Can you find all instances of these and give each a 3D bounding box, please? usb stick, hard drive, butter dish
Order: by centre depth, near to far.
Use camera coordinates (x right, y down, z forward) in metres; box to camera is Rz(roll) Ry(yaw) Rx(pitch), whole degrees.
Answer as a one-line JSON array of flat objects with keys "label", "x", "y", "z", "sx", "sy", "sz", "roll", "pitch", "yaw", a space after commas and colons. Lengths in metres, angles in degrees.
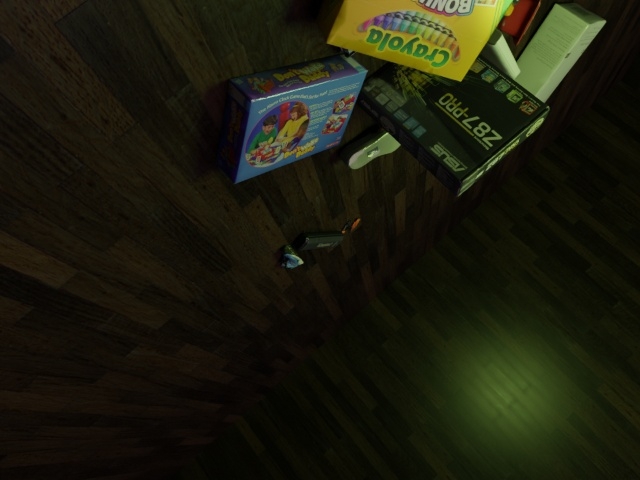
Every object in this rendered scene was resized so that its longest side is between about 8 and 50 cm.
[{"label": "hard drive", "x": 0.449, "y": -0.561, "z": 1.435, "sx": 0.040, "sy": 0.203, "sz": 0.307, "roll": -51, "pitch": 158, "yaw": 20}, {"label": "butter dish", "x": 0.569, "y": -0.696, "z": 1.532, "sx": 0.160, "sy": 0.118, "sz": 0.160, "roll": 107, "pitch": -8, "yaw": -54}, {"label": "usb stick", "x": 0.000, "y": 0.000, "z": 1.924, "sx": 0.077, "sy": 0.045, "sz": 0.278, "roll": -53, "pitch": 157, "yaw": 22}]

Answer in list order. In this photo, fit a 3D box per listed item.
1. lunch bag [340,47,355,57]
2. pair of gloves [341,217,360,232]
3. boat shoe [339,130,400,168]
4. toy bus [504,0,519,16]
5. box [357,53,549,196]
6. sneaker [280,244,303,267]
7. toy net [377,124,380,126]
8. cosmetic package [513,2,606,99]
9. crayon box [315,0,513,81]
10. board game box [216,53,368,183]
[{"label": "lunch bag", "x": 0.079, "y": -0.462, "z": 1.174, "sx": 0.071, "sy": 0.053, "sz": 0.083, "roll": -39, "pitch": 163, "yaw": 0}, {"label": "pair of gloves", "x": 0.121, "y": -0.060, "z": 2.075, "sx": 0.083, "sy": 0.010, "sz": 0.074, "roll": -14, "pitch": 146, "yaw": -47}, {"label": "boat shoe", "x": 0.159, "y": -0.301, "z": 1.593, "sx": 0.227, "sy": 0.081, "sz": 0.079, "roll": -30, "pitch": 136, "yaw": -16}, {"label": "toy bus", "x": 0.438, "y": -0.695, "z": 1.157, "sx": 0.130, "sy": 0.108, "sz": 0.333, "roll": 0, "pitch": 115, "yaw": -58}, {"label": "box", "x": 0.342, "y": -0.356, "z": 1.372, "sx": 0.318, "sy": 0.395, "sz": 0.097, "roll": -39, "pitch": 161, "yaw": -8}, {"label": "sneaker", "x": -0.110, "y": 0.071, "z": 1.841, "sx": 0.073, "sy": 0.063, "sz": 0.162, "roll": -38, "pitch": 159, "yaw": -4}, {"label": "toy net", "x": 0.293, "y": -0.383, "z": 1.569, "sx": 0.232, "sy": 0.045, "sz": 0.122, "roll": -6, "pitch": 148, "yaw": 2}, {"label": "cosmetic package", "x": 0.890, "y": -0.709, "z": 2.007, "sx": 0.217, "sy": 0.156, "sz": 0.385, "roll": -27, "pitch": 153, "yaw": -41}, {"label": "crayon box", "x": 0.217, "y": -0.518, "z": 1.038, "sx": 0.363, "sy": 0.106, "sz": 0.313, "roll": 5, "pitch": 134, "yaw": -27}, {"label": "board game box", "x": -0.066, "y": -0.291, "z": 1.207, "sx": 0.347, "sy": 0.078, "sz": 0.233, "roll": -27, "pitch": 154, "yaw": -36}]
